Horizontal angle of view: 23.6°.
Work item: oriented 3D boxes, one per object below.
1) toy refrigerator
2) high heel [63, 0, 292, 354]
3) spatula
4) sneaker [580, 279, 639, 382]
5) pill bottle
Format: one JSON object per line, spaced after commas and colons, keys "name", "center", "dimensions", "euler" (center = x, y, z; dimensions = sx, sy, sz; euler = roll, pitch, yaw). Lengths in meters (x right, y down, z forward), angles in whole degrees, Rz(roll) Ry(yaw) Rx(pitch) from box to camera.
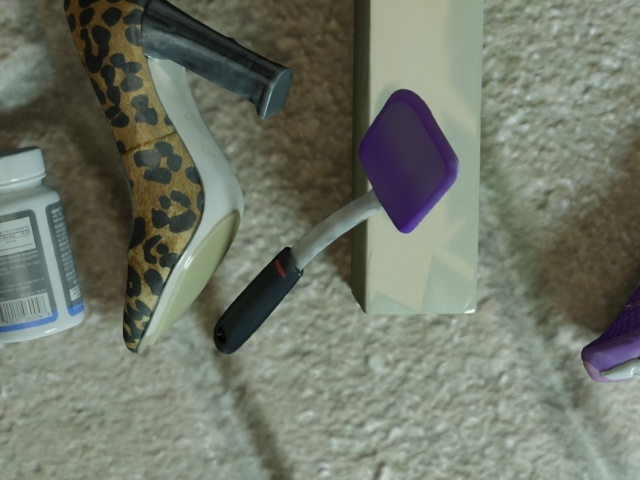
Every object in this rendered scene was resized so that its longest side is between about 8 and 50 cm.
{"name": "toy refrigerator", "center": [0.075, -0.085, 1.155], "dimensions": [0.094, 0.102, 0.270], "euler": [-1, 97, -5]}
{"name": "high heel", "center": [-0.148, -0.059, 1.167], "dimensions": [0.186, 0.093, 0.261], "euler": [29, 108, 14]}
{"name": "spatula", "center": [0.000, 0.000, 1.120], "dimensions": [0.296, 0.030, 0.084], "euler": [-43, 64, 36]}
{"name": "sneaker", "center": [0.291, 0.018, 1.199], "dimensions": [0.236, 0.095, 0.104], "euler": [-37, 93, -4]}
{"name": "pill bottle", "center": [-0.229, 0.002, 1.152], "dimensions": [0.078, 0.078, 0.137], "euler": [-11, 98, -3]}
